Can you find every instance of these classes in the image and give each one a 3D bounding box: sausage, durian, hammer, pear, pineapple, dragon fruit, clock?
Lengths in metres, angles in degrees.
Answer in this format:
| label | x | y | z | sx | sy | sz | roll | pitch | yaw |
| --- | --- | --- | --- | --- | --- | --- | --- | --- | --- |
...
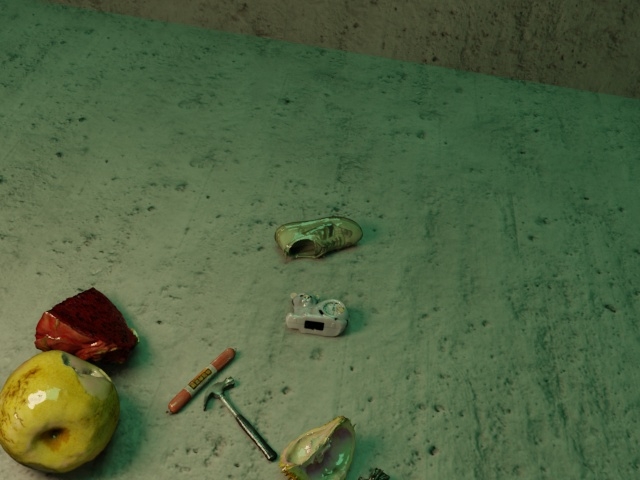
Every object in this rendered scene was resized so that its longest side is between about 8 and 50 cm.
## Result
| label | x | y | z | sx | sy | sz | roll | pitch | yaw |
| --- | --- | --- | --- | --- | --- | --- | --- | --- | --- |
| sausage | -0.296 | 0.349 | 1.685 | 0.034 | 0.034 | 0.253 | 29 | 47 | 20 |
| durian | -0.004 | 0.488 | 1.514 | 0.165 | 0.132 | 0.182 | 17 | 39 | -3 |
| hammer | -0.192 | 0.438 | 1.612 | 0.103 | 0.029 | 0.246 | -26 | 54 | -32 |
| pear | -0.571 | 0.364 | 1.465 | 0.270 | 0.271 | 0.271 | 5 | 43 | -4 |
| pineapple | 0.090 | 0.564 | 1.497 | 0.159 | 0.074 | 0.074 | -18 | 48 | -37 |
| dragon fruit | -0.574 | 0.253 | 1.647 | 0.205 | 0.152 | 0.317 | 36 | 5 | -2 |
| clock | -0.003 | 0.195 | 1.863 | 0.176 | 0.080 | 0.117 | 8 | 42 | 1 |

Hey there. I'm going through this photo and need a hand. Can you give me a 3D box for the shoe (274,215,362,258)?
| label | x | y | z | sx | sy | sz | roll | pitch | yaw |
| --- | --- | --- | --- | --- | --- | --- | --- | --- | --- |
| shoe | 0.000 | 0.000 | 2.062 | 0.274 | 0.103 | 0.098 | -8 | 46 | -9 |
